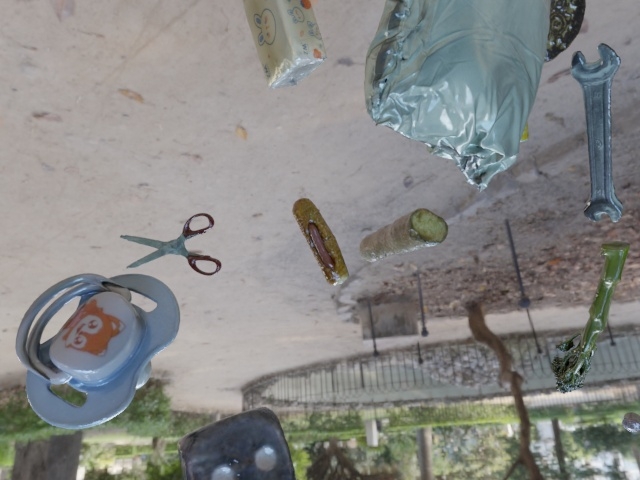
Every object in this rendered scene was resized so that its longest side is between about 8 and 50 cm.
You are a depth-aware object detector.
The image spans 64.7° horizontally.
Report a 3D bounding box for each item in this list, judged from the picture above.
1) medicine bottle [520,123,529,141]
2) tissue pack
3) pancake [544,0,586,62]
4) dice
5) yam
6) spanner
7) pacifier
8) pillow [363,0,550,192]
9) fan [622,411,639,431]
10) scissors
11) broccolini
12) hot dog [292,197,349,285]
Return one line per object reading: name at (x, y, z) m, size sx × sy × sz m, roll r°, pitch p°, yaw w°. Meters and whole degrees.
medicine bottle at (0.540, -0.385, 1.406) m, size 0.073 × 0.218 × 0.074 m, roll -11°, pitch -162°, yaw 4°
tissue pack at (-0.076, -0.430, 1.032) m, size 0.092 × 0.197 × 0.148 m, roll -20°, pitch -178°, yaw -31°
pancake at (0.429, -0.445, 1.001) m, size 0.190 × 0.184 × 0.020 m, roll -18°, pitch -168°, yaw 4°
dice at (-0.156, 0.421, 0.925) m, size 0.183 × 0.182 × 0.182 m, roll -13°, pitch 160°, yaw -24°
yam at (0.157, -0.002, 1.066) m, size 0.081 × 0.081 × 0.356 m, roll 2°, pitch 171°, yaw -13°
spanner at (0.431, -0.152, 0.779) m, size 0.071 × 0.017 × 0.302 m, roll 14°, pitch 135°, yaw 47°
pacifier at (-0.394, 0.208, 0.947) m, size 0.243 × 0.300 × 0.233 m, roll 20°, pitch 148°, yaw 21°
pillow at (0.172, -0.238, 0.612) m, size 0.138 × 0.310 × 0.283 m, roll 11°, pitch 172°, yaw 45°
fan at (0.555, 0.264, 0.655) m, size 0.281 × 0.023 × 0.057 m, roll -1°, pitch 122°, yaw 33°
scissors at (-0.351, 0.018, 1.171) m, size 0.247 × 0.145 × 0.017 m, roll -5°, pitch -172°, yaw 15°
broccolini at (0.491, 0.147, 0.941) m, size 0.073 × 0.079 × 0.393 m, roll 18°, pitch 133°, yaw 30°
hot dog at (0.000, 0.000, 1.143) m, size 0.066 × 0.216 × 0.047 m, roll -27°, pitch 174°, yaw 13°
